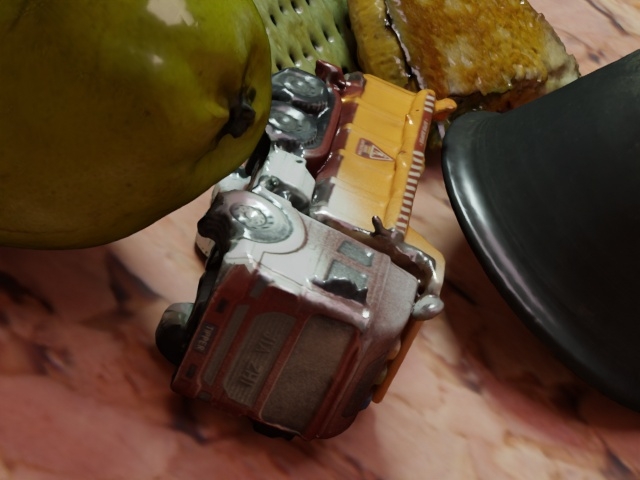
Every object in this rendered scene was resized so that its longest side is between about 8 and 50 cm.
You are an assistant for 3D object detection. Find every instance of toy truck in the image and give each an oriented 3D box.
[{"bbox_3d":[0.000,0.000,1.109,0.135,0.114,0.270,23,31,-3],"label":"toy truck"}]

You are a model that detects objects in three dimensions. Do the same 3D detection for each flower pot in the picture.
[{"bbox_3d":[0.204,-0.027,1.216,0.235,0.148,0.235,35,30,-24],"label":"flower pot"}]

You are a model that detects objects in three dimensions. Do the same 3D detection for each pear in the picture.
[{"bbox_3d":[-0.150,-0.099,1.024,0.269,0.212,0.212,17,26,27],"label":"pear"}]

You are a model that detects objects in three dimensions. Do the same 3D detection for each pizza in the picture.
[{"bbox_3d":[0.090,-0.139,1.381,0.226,0.069,0.147,-22,84,-53],"label":"pizza"}]

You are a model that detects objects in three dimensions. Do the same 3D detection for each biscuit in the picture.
[{"bbox_3d":[-0.006,-0.148,1.315,0.139,0.016,0.231,62,30,-8],"label":"biscuit"}]
